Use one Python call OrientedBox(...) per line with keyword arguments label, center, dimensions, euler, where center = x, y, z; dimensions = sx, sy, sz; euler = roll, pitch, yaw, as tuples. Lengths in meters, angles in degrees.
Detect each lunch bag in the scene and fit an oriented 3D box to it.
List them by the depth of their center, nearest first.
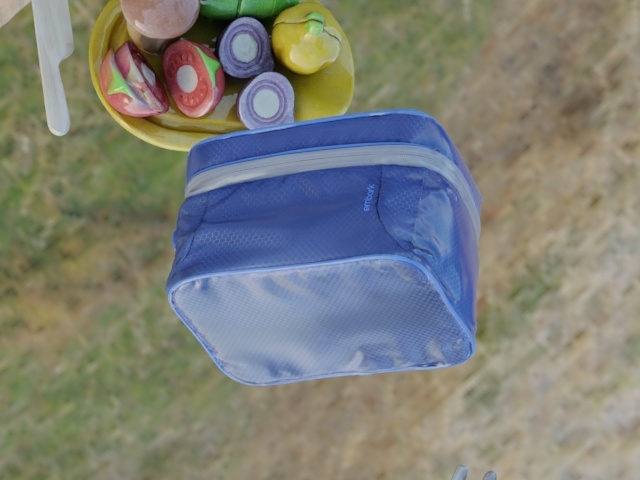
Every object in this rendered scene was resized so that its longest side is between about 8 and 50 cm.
OrientedBox(label="lunch bag", center=(0.000, 0.000, 0.613), dimensions=(0.098, 0.065, 0.067), euler=(-6, 144, 20))

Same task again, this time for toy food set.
OrientedBox(label="toy food set", center=(-0.077, -0.127, 1.285), dimensions=(0.218, 0.128, 0.071), euler=(2, 162, -12))

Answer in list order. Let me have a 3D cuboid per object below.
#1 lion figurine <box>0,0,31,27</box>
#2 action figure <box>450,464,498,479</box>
OrientedBox(label="lion figurine", center=(-0.251, -0.257, 1.403), dimensions=(0.240, 0.142, 0.392), euler=(-48, 169, 16))
OrientedBox(label="action figure", center=(0.095, 0.139, 0.689), dimensions=(0.276, 0.141, 0.164), euler=(-39, 149, 9))
